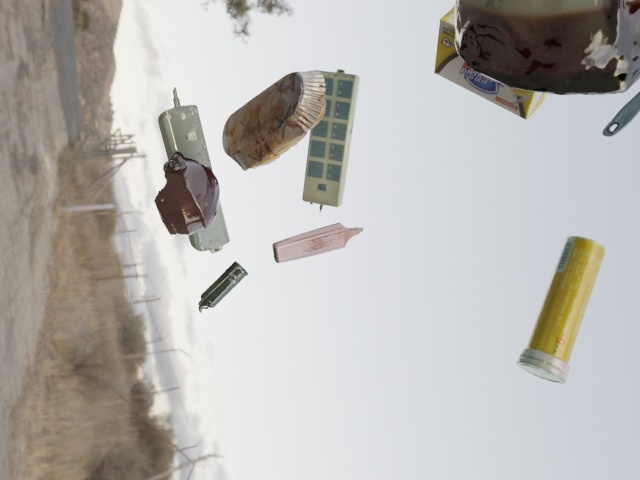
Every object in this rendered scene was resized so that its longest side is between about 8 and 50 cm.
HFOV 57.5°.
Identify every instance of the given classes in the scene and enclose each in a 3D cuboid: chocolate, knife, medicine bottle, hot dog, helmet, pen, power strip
[{"bbox_3d":[0.295,-0.325,0.689,0.186,0.284,0.283,83,-13,-52],"label":"chocolate"},{"bbox_3d":[0.654,-0.297,1.130,0.044,0.019,0.313,58,-27,19],"label":"knife"},{"bbox_3d":[0.369,0.102,0.886,0.218,0.074,0.074,-65,-166,-13],"label":"medicine bottle"},{"bbox_3d":[-0.081,-0.204,0.999,0.253,0.069,0.131,-23,-112,44],"label":"hot dog"},{"bbox_3d":[-0.173,-0.063,0.800,0.098,0.070,0.123,82,15,-58],"label":"helmet"},{"bbox_3d":[0.000,0.000,1.146,0.032,0.197,0.053,26,-54,60],"label":"pen"},{"bbox_3d":[-0.191,-0.102,0.879,0.027,0.060,0.252,8,-66,52],"label":"power strip"},{"bbox_3d":[0.024,-0.249,1.488,0.043,0.106,0.367,-30,129,-69],"label":"power strip"}]

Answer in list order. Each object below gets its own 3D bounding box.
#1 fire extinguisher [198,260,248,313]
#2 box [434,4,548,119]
[{"bbox_3d":[-0.133,0.063,0.759,0.025,0.083,0.038,45,-1,18],"label":"fire extinguisher"},{"bbox_3d":[0.397,-0.413,1.324,0.265,0.097,0.168,37,-22,22],"label":"box"}]
